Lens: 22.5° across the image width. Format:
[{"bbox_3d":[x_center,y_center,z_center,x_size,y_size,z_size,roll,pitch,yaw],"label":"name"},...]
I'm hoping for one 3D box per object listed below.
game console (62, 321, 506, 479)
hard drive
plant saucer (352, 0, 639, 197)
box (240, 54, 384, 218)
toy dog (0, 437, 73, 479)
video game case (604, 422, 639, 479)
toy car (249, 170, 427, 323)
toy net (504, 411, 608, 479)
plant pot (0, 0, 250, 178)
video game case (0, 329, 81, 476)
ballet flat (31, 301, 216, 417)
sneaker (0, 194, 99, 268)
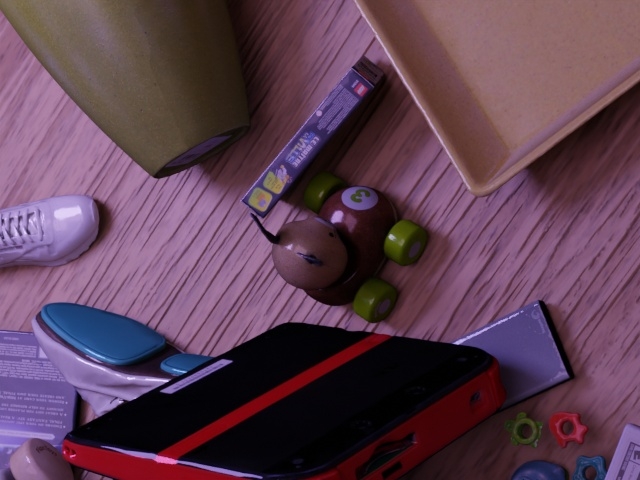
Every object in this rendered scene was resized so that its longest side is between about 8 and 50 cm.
[{"bbox_3d":[-0.027,0.185,1.703,0.342,0.386,0.060,4,109,39],"label":"game console"},{"bbox_3d":[0.206,0.136,1.788,0.135,0.022,0.094,-28,70,24],"label":"hard drive"},{"bbox_3d":[0.236,-0.265,1.789,0.333,0.081,0.333,-38,68,21],"label":"plant saucer"},{"bbox_3d":[-0.008,-0.123,1.892,0.036,0.114,0.207,40,105,-2],"label":"box"},{"bbox_3d":[-0.337,0.396,1.957,0.333,0.161,0.220,32,103,17],"label":"toy dog"},{"bbox_3d":[0.346,0.310,1.537,0.193,0.023,0.212,23,99,24],"label":"video game case"},{"bbox_3d":[0.000,0.000,1.828,0.155,0.188,0.149,32,100,29],"label":"toy car"},{"bbox_3d":[0.306,0.247,1.706,0.232,0.045,0.122,1,83,29],"label":"toy net"},{"bbox_3d":[-0.213,-0.234,1.966,0.275,0.275,0.293,-30,86,24],"label":"plant pot"},{"bbox_3d":[-0.413,0.254,2.096,0.196,0.026,0.274,4,86,11],"label":"video game case"},{"bbox_3d":[-0.202,0.185,1.969,0.400,0.139,0.139,15,91,29],"label":"ballet flat"},{"bbox_3d":[-0.398,-0.009,2.117,0.235,0.095,0.090,-16,74,26],"label":"sneaker"}]
